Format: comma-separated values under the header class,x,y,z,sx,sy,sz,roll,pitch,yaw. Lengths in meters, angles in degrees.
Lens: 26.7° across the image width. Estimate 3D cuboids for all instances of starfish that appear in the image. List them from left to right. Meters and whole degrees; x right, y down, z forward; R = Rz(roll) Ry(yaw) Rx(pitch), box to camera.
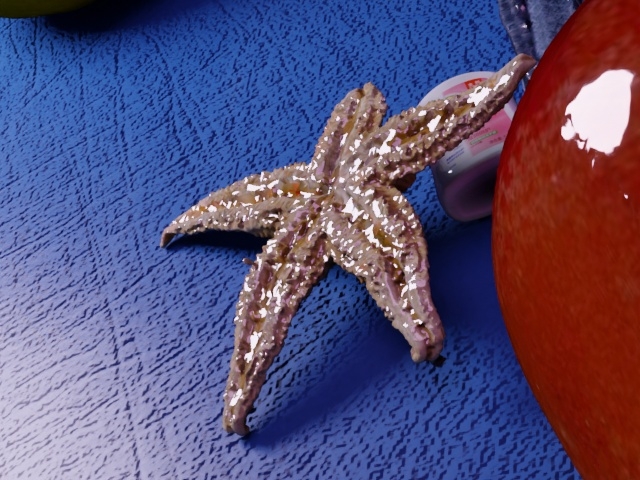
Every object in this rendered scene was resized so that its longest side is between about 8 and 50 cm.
class,x,y,z,sx,sy,sz,roll,pitch,yaw
starfish,-0.004,-0.002,0.788,0.295,0.048,0.231,-17,51,35

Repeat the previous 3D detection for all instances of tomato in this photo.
class,x,y,z,sx,sy,sz,roll,pitch,yaw
tomato,0.232,-0.002,0.508,0.325,0.290,0.293,-21,47,5

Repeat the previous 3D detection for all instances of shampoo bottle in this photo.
class,x,y,z,sx,sy,sz,roll,pitch,yaw
shampoo bottle,0.095,-0.063,0.827,0.072,0.043,0.099,-27,41,8

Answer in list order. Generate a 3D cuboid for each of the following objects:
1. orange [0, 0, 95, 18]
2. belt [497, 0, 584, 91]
class,x,y,z,sx,sy,sz,roll,pitch,yaw
orange,-0.248,-0.322,1.117,0.279,0.235,0.279,-5,62,9
belt,0.169,-0.119,0.777,0.122,0.128,0.218,-25,42,11
